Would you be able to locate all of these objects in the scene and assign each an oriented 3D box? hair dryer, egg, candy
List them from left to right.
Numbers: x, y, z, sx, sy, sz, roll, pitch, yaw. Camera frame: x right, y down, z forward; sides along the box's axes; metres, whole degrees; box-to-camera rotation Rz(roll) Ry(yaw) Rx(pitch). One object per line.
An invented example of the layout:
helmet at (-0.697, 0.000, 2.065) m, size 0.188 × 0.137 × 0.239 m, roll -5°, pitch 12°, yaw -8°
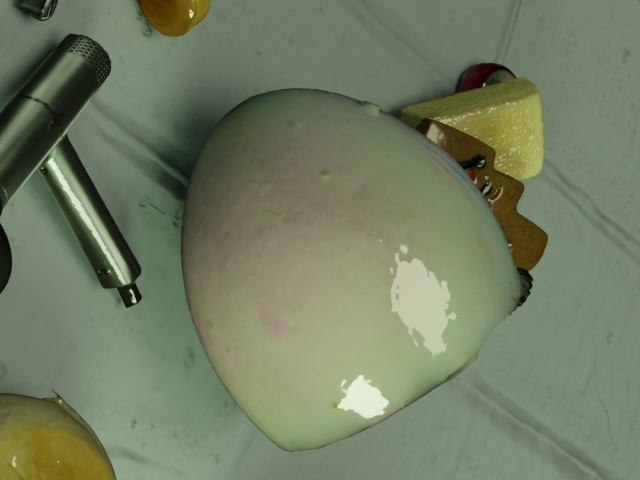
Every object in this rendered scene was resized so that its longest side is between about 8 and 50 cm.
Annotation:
hair dryer at (-0.265, -0.017, 1.862) m, size 0.284 × 0.156 × 0.320 m, roll 59°, pitch 44°, yaw -16°
egg at (0.000, 0.000, 2.004) m, size 0.354 × 0.354 × 0.340 m, roll -42°, pitch 103°, yaw -36°
candy at (0.222, -0.182, 2.425) m, size 0.103 × 0.043 × 0.103 m, roll -2°, pitch 92°, yaw -46°

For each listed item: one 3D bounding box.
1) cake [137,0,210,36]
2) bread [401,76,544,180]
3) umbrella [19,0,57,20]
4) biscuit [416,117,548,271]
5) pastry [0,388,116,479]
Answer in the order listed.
cake at (-0.160, -0.263, 2.004) m, size 0.044 × 0.084 × 0.084 m, roll -35°, pitch 116°, yaw -42°
bread at (0.194, -0.124, 2.345) m, size 0.188 × 0.068 × 0.125 m, roll -17°, pitch 117°, yaw -27°
umbrella at (-0.251, -0.333, 1.927) m, size 0.066 × 0.059 × 0.235 m, roll 90°, pitch 19°, yaw -76°
biscuit at (0.158, -0.013, 2.293) m, size 0.278 × 0.043 × 0.301 m, roll -31°, pitch 124°, yaw -21°
pastry at (-0.318, 0.268, 1.821) m, size 0.265 × 0.133 × 0.265 m, roll 0°, pitch 91°, yaw -46°
